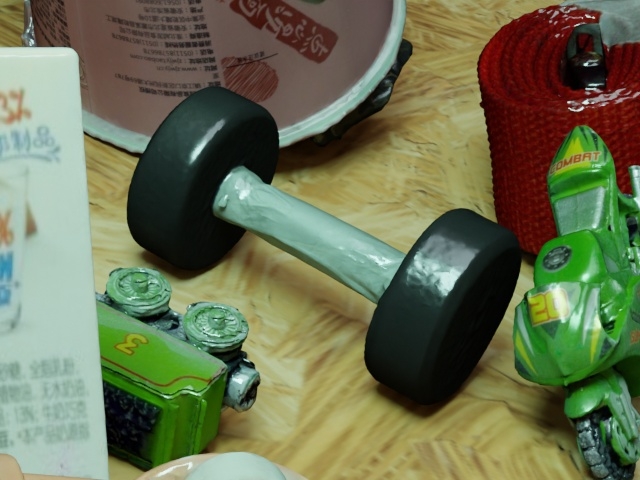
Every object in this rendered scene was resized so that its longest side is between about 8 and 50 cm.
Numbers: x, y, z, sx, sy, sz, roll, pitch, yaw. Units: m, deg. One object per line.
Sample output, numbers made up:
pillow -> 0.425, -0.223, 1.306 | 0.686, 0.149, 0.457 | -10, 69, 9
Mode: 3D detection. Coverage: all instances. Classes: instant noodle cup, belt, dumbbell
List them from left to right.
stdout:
instant noodle cup -> -0.074, -0.209, 1.053 | 0.243, 0.231, 0.243 | -2, 52, 3
dumbbell -> 0.000, 0.000, 0.944 | 0.191, 0.100, 0.100 | 27, 32, 21
belt -> 0.164, -0.064, 1.108 | 0.128, 0.124, 0.201 | -3, 25, 13

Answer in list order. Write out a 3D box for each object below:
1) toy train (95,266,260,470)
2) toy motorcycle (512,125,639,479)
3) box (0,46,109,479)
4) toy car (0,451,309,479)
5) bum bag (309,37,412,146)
toy train -> -0.126, 0.039, 0.862 | 0.202, 0.060, 0.081 | 23, 37, 17
toy motorcycle -> 0.141, 0.034, 0.937 | 0.074, 0.106, 0.190 | -19, 37, 30
box -> -0.204, 0.066, 0.615 | 0.273, 0.265, 0.048 | -2, -4, -28
toy car -> -0.082, 0.155, 0.503 | 0.270, 0.212, 0.180 | 5, 18, -17
bum bag -> -0.047, -0.141, 1.188 | 0.248, 0.069, 0.102 | 33, 68, 27
